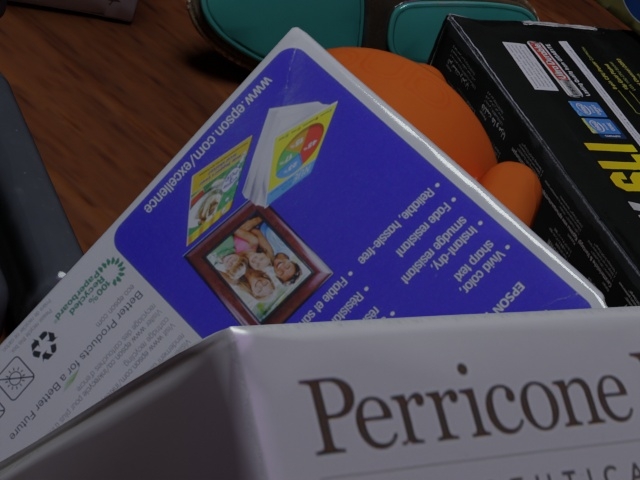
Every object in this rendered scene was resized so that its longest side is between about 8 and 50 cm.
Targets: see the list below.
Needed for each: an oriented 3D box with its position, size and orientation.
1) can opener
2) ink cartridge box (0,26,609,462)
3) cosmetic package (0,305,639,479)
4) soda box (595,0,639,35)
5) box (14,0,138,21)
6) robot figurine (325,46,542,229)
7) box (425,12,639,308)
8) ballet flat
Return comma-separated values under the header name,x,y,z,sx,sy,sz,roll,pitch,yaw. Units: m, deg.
name,x,y,z,sx,sy,sz,roll,pitch,yaw
can opener,-0.162,-0.070,0.859,0.076,0.095,0.283,0,38,-27
ink cartridge box,-0.008,0.064,0.670,0.208,0.206,0.045,44,2,31
cosmetic package,0.058,0.204,0.383,0.197,0.155,0.365,-3,72,-37
soda box,0.210,-0.122,1.033,0.061,0.058,0.181,-12,45,-40
box,-0.161,-0.207,1.061,0.130,0.091,0.170,7,35,-20
robot figurine,-0.002,0.001,0.820,0.158,0.128,0.219,28,33,6
box,0.221,0.011,0.969,0.257,0.079,0.322,0,38,-27
ballet flat,0.018,-0.117,1.068,0.206,0.073,0.067,8,8,-23
